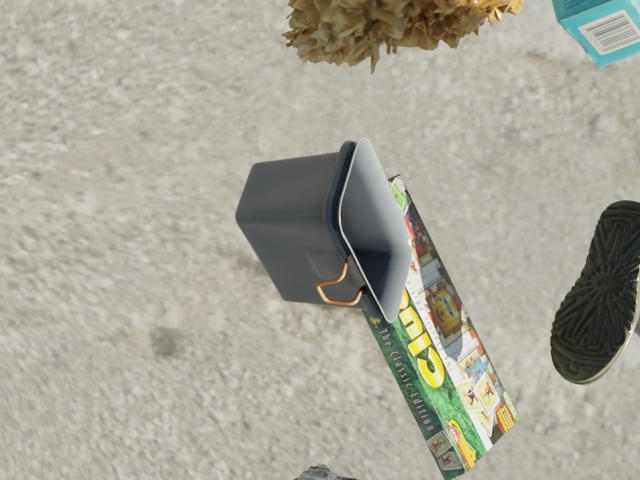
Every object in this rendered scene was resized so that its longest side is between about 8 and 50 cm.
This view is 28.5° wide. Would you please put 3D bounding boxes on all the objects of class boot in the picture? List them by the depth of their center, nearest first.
[{"bbox_3d":[0.300,0.078,1.179,0.189,0.076,0.208,-63,144,-13],"label":"boot"}]

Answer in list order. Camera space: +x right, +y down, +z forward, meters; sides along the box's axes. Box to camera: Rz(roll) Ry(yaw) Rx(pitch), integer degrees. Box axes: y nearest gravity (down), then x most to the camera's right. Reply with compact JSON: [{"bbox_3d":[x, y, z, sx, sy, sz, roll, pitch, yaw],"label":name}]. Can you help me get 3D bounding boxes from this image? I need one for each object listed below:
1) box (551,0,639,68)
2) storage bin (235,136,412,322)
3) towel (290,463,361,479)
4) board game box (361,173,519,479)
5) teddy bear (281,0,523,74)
[{"bbox_3d":[0.217,-0.275,1.053,0.100,0.060,0.244,28,49,-55],"label":"box"},{"bbox_3d":[0.000,0.000,0.913,0.135,0.091,0.098,61,36,-46],"label":"storage bin"},{"bbox_3d":[0.041,0.225,0.338,0.235,0.121,0.283,16,61,21],"label":"towel"},{"bbox_3d":[0.091,0.073,1.134,0.136,0.030,0.259,-27,91,-56],"label":"board game box"},{"bbox_3d":[0.086,-0.177,0.483,0.113,0.338,0.245,42,108,-9],"label":"teddy bear"}]
